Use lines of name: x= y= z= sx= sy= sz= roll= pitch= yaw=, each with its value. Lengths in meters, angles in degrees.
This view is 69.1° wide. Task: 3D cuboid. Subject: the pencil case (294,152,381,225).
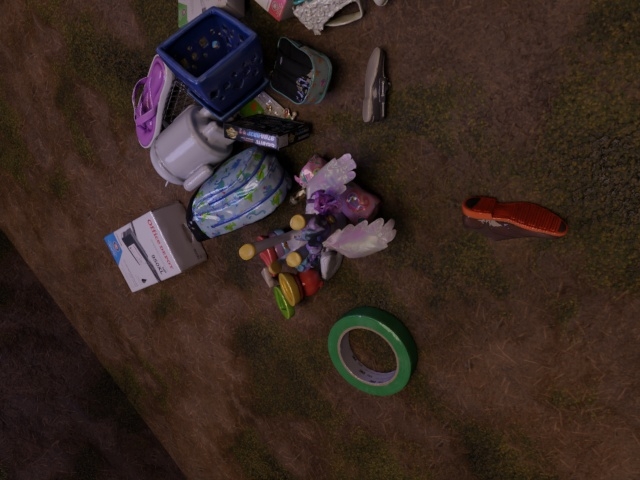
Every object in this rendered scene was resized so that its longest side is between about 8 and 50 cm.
pencil case: x=0.057 y=-0.156 z=1.484 sx=0.284 sy=0.124 sz=0.124 roll=37 pitch=125 yaw=11

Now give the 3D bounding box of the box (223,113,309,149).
box: x=-0.172 y=-0.352 z=1.487 sx=0.220 sy=0.175 sz=0.051 roll=17 pitch=122 yaw=27

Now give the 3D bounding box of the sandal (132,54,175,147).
sandal: x=-0.668 y=-0.534 z=1.778 sx=0.169 sy=0.102 sz=0.416 roll=55 pitch=133 yaw=22

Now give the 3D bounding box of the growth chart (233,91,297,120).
growth chart: x=-0.197 y=-0.426 z=1.598 sx=0.237 sy=0.021 sz=0.172 roll=38 pitch=126 yaw=14

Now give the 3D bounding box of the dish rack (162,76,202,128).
dish rack: x=-0.478 y=-0.479 z=1.719 sx=0.208 sy=0.074 sz=0.272 roll=40 pitch=127 yaw=11

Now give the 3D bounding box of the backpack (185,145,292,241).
backpack: x=-0.270 y=-0.168 z=1.593 sx=0.355 sy=0.290 sz=0.274 roll=-2 pitch=130 yaw=26

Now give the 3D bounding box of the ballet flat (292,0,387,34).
ballet flat: x=0.107 y=-0.680 z=1.253 sx=0.408 sy=0.147 sz=0.147 roll=-9 pitch=104 yaw=38

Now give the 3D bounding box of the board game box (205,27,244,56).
board game box: x=-0.319 y=-0.599 z=1.585 sx=0.160 sy=0.047 sz=0.210 roll=42 pitch=125 yaw=11

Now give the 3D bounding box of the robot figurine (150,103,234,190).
robot figurine: x=-0.444 y=-0.321 z=1.602 sx=0.353 sy=0.199 sz=0.300 roll=-27 pitch=63 yaw=30

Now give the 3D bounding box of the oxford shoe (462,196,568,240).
oxford shoe: x=0.523 y=-0.045 z=1.269 sx=0.271 sy=0.097 sz=0.099 roll=19 pitch=138 yaw=30

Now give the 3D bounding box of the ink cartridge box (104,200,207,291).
ink cartridge box: x=-0.723 y=0.032 z=2.031 sx=0.394 sy=0.166 sz=0.286 roll=-20 pitch=98 yaw=36

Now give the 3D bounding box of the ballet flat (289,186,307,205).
ballet flat: x=-0.080 y=-0.156 z=1.624 sx=0.114 sy=0.041 sz=0.041 roll=-34 pitch=90 yaw=37

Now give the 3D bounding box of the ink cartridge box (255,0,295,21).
ink cartridge box: x=-0.148 y=-0.776 z=1.347 sx=0.218 sy=0.092 sz=0.159 roll=44 pitch=141 yaw=6

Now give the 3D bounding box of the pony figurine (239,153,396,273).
pony figurine: x=-0.008 y=-0.039 z=1.334 sx=0.350 sy=0.363 sz=0.303 roll=-29 pitch=91 yaw=28

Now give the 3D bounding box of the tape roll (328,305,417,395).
tape roll: x=0.183 y=0.396 z=1.664 sx=0.320 sy=0.077 sz=0.322 roll=13 pitch=116 yaw=28

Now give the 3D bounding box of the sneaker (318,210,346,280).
sneaker: x=0.000 y=0.000 z=1.607 sx=0.153 sy=0.101 sz=0.269 roll=26 pitch=124 yaw=31

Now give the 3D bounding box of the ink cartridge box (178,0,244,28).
ink cartridge box: x=-0.347 y=-0.770 z=1.477 sx=0.219 sy=0.092 sz=0.161 roll=-3 pitch=86 yaw=33

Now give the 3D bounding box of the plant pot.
plant pot: x=-0.306 y=-0.515 z=1.399 sx=0.236 sy=0.236 sz=0.212 roll=42 pitch=168 yaw=26

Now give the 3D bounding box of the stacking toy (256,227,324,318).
stacking toy: x=-0.113 y=0.122 z=1.708 sx=0.309 sy=0.130 sz=0.280 roll=58 pitch=158 yaw=28

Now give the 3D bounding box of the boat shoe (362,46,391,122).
boat shoe: x=0.168 y=-0.447 z=1.347 sx=0.064 sy=0.075 sz=0.206 roll=1 pitch=110 yaw=-14

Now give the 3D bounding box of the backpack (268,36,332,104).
backpack: x=-0.048 y=-0.495 z=1.387 sx=0.188 sy=0.144 sz=0.166 roll=49 pitch=130 yaw=39
